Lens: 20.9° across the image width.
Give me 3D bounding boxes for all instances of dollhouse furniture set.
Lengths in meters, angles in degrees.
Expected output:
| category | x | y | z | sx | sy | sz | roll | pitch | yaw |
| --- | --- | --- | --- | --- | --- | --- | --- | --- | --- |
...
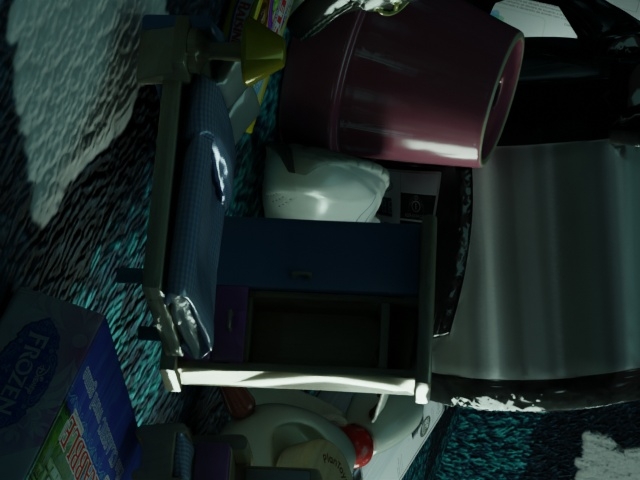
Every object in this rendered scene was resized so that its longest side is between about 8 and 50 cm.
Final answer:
| category | x | y | z | sx | sy | sz | roll | pitch | yaw |
| --- | --- | --- | --- | --- | --- | --- | --- | --- | --- |
| dollhouse furniture set | -0.022 | 0.036 | 1.164 | 0.303 | 0.198 | 0.286 | 84 | 8 | -65 |

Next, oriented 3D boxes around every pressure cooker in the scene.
| category | x | y | z | sx | sy | sz | roll | pitch | yaw |
| --- | --- | --- | --- | --- | --- | --- | --- | --- | --- |
| pressure cooker | 0.225 | -0.061 | 1.837 | 0.375 | 0.370 | 0.420 | -40 | 128 | -71 |

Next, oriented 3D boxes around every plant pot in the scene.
| category | x | y | z | sx | sy | sz | roll | pitch | yaw |
| --- | --- | --- | --- | --- | --- | --- | --- | --- | --- |
| plant pot | 0.080 | -0.151 | 1.569 | 0.201 | 0.180 | 0.201 | 19 | 90 | -78 |

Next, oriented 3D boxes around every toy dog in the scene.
| category | x | y | z | sx | sy | sz | roll | pitch | yaw |
| --- | --- | --- | --- | --- | --- | --- | --- | --- | --- |
| toy dog | -0.019 | 0.165 | 1.642 | 0.334 | 0.220 | 0.161 | -50 | 124 | -78 |

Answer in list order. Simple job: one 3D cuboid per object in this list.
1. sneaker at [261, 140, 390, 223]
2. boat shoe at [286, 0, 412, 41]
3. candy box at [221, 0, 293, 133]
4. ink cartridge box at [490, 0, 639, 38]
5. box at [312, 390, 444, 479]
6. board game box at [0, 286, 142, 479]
| category | x | y | z | sx | sy | sz | roll | pitch | yaw |
| --- | --- | --- | --- | --- | --- | --- | --- | --- | --- |
| sneaker | 0.000 | 0.000 | 1.574 | 0.297 | 0.111 | 0.129 | 70 | 34 | -69 |
| boat shoe | 0.061 | -0.221 | 1.391 | 0.228 | 0.069 | 0.081 | -36 | -173 | 29 |
| candy box | -0.042 | -0.188 | 1.340 | 0.105 | 0.027 | 0.206 | 16 | 91 | -82 |
| ink cartridge box | 0.313 | -0.378 | 2.068 | 0.151 | 0.270 | 0.395 | -62 | 165 | -45 |
| box | 0.037 | 0.237 | 2.005 | 0.290 | 0.087 | 0.169 | -55 | 152 | -33 |
| board game box | -0.208 | 0.242 | 1.117 | 0.319 | 0.066 | 0.318 | 86 | 25 | -60 |
